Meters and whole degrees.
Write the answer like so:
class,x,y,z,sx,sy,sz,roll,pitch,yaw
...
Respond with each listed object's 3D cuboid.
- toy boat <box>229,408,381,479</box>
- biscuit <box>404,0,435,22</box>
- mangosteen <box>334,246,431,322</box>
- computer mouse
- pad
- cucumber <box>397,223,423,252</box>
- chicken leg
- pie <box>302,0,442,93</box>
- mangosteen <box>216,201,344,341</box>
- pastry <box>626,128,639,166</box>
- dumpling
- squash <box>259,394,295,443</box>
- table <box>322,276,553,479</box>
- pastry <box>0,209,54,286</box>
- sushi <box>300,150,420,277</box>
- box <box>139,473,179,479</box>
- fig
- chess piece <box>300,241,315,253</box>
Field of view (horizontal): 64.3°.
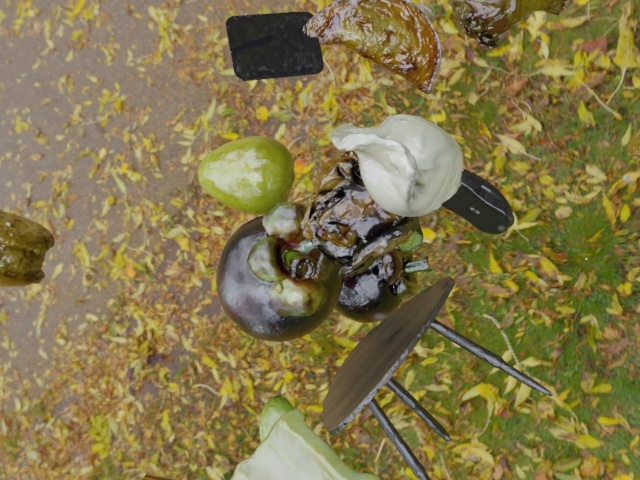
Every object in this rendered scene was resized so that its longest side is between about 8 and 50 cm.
class,x,y,z,sx,sy,sz,roll,pitch,yaw
toy boat,-0.024,0.252,0.388,0.111,0.084,0.276,29,133,26
biscuit,0.113,-0.416,0.895,0.133,0.250,0.032,-131,49,-56
mangosteen,0.143,0.106,1.549,0.313,0.297,0.297,161,104,-70
computer mouse,0.391,-0.101,1.278,0.217,0.073,0.122,32,144,-9
pad,-0.138,-0.582,1.339,0.055,0.250,0.323,134,122,-66
cucumber,0.167,-0.075,1.093,0.062,0.078,0.211,-23,43,16
chicken leg,0.516,-0.629,1.383,0.140,0.361,0.211,-106,26,-45
pie,0.079,-0.258,0.629,0.088,0.191,0.033,-68,22,13
mangosteen,-0.094,0.074,1.198,0.330,0.330,0.330,-1,88,28
pastry,0.605,-0.175,0.910,0.057,0.109,0.097,38,152,-8
dumpling,0.075,-0.085,0.531,0.134,0.169,0.100,31,126,26
squash,-0.076,0.401,1.002,0.095,0.095,0.188,-29,64,24
table,0.182,0.269,0.865,0.249,0.317,0.317,43,108,0
pastry,-0.556,0.006,0.863,0.188,0.188,0.103,22,93,26
sushi,0.068,-0.062,0.889,0.213,0.200,0.204,-38,84,10
box,-0.286,0.455,0.740,0.152,0.237,0.070,-10,104,35
fig,-0.242,-0.215,1.648,0.326,0.258,0.258,8,92,17
chess piece,0.000,0.000,1.067,0.093,0.042,0.042,-25,76,2
